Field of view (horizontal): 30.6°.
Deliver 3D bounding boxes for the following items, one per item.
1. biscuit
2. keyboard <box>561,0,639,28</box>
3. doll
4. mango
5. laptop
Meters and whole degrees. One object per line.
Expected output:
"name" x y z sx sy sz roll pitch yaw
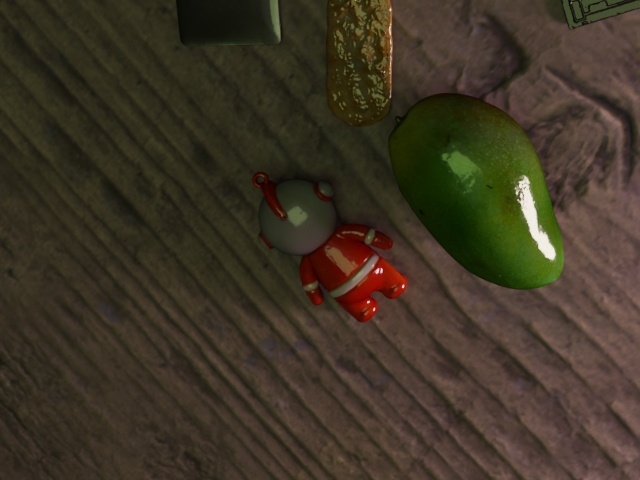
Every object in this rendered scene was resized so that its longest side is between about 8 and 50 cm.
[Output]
"biscuit" 0.065 -0.314 1.985 0.118 0.029 0.247 4 111 13
"keyboard" 0.488 -0.394 1.856 0.204 0.013 0.061 -15 105 19
"doll" 0.000 0.000 2.087 0.336 0.105 0.200 43 116 -12
"mango" 0.270 -0.078 1.930 0.225 0.201 0.382 -36 101 13
"laptop" -0.165 -0.466 1.994 0.187 0.015 0.269 1 110 14
